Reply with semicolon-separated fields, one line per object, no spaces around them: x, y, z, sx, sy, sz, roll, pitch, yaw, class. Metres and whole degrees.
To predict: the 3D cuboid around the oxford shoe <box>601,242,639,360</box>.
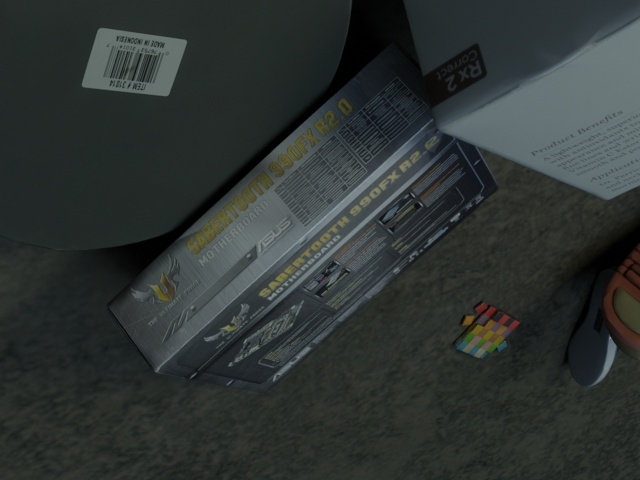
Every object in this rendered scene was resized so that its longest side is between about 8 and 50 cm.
0.419;0.032;0.962;0.397;0.140;0.146;-22;141;-21;oxford shoe

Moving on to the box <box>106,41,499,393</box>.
0.000;0.000;0.664;0.231;0.056;0.183;-43;158;6;box

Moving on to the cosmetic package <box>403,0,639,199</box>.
0.159;-0.134;0.577;0.151;0.151;0.183;-28;151;35;cosmetic package

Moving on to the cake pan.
-0.105;-0.109;0.533;0.293;0.054;0.293;-20;137;-20;cake pan

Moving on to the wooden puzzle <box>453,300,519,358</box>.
0.149;0.084;0.927;0.049;0.006;0.083;-49;138;13;wooden puzzle

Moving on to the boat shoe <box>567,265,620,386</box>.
0.277;0.083;0.986;0.040;0.049;0.142;-13;131;-27;boat shoe
